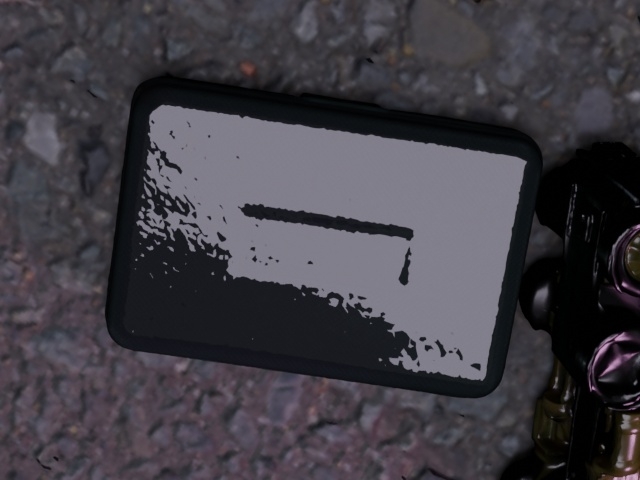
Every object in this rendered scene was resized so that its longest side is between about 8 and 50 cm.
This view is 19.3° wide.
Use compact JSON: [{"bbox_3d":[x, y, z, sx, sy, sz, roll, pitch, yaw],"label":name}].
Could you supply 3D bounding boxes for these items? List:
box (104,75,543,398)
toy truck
[{"bbox_3d":[0.000,0.000,1.053,0.230,0.050,0.160,8,106,-2],"label":"box"},{"bbox_3d":[0.177,0.082,1.042,0.127,0.127,0.257,4,107,-16],"label":"toy truck"}]
